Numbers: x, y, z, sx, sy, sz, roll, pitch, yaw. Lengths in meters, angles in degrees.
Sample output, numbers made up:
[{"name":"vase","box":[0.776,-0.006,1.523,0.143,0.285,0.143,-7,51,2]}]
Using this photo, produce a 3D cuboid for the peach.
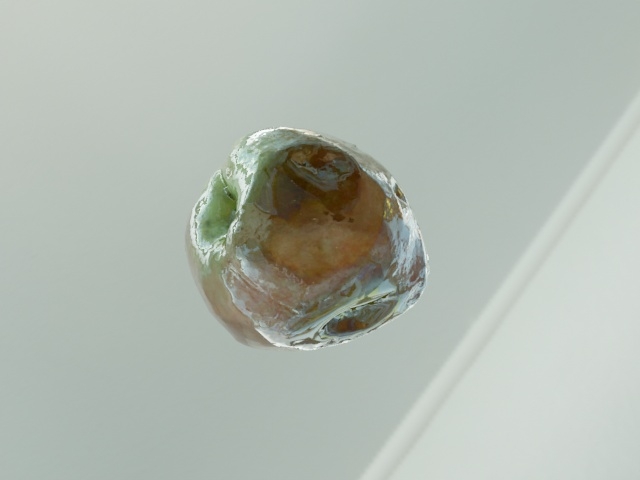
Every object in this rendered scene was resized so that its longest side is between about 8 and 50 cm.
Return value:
[{"name":"peach","box":[0.000,0.000,1.603,0.235,0.214,0.214,10,-108,-30]}]
